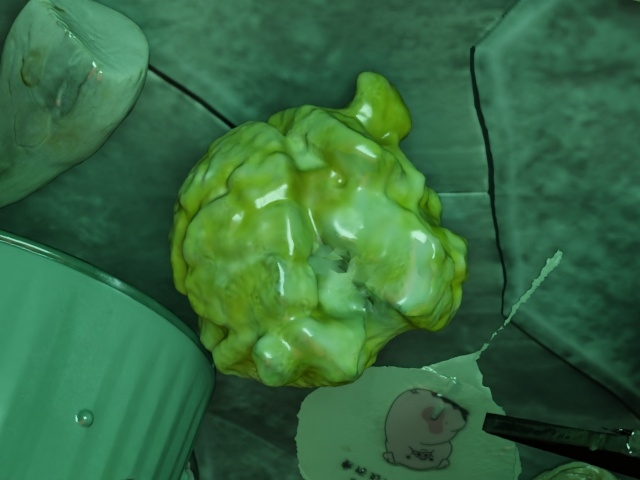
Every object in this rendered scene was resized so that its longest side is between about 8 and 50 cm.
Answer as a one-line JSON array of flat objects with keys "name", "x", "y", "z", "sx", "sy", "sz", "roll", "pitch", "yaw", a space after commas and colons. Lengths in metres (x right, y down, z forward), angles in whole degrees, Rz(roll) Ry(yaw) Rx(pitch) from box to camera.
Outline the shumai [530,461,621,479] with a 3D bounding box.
[{"name": "shumai", "x": 0.181, "y": 0.249, "z": 1.029, "sx": 0.145, "sy": 0.116, "sz": 0.146, "roll": 18, "pitch": 126, "yaw": 26}]

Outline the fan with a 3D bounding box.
[{"name": "fan", "x": 0.095, "y": 0.114, "z": 1.021, "sx": 0.182, "sy": 0.010, "sz": 0.310, "roll": 24, "pitch": 127, "yaw": -8}]

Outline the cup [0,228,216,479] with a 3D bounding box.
[{"name": "cup", "x": -0.227, "y": 0.217, "z": 0.897, "sx": 0.401, "sy": 0.392, "sz": 0.310, "roll": 30, "pitch": 152, "yaw": -30}]

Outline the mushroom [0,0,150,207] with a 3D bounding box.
[{"name": "mushroom", "x": -0.200, "y": -0.070, "z": 0.895, "sx": 0.092, "sy": 0.081, "sz": 0.223, "roll": 29, "pitch": 130, "yaw": -35}]

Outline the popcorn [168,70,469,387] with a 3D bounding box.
[{"name": "popcorn", "x": 0.000, "y": 0.000, "z": 0.865, "sx": 0.187, "sy": 0.167, "sz": 0.186, "roll": -20, "pitch": 100, "yaw": -17}]

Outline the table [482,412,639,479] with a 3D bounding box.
[{"name": "table", "x": 0.217, "y": 0.259, "z": 0.806, "sx": 0.282, "sy": 0.196, "sz": 0.251, "roll": 19, "pitch": 83, "yaw": -15}]
